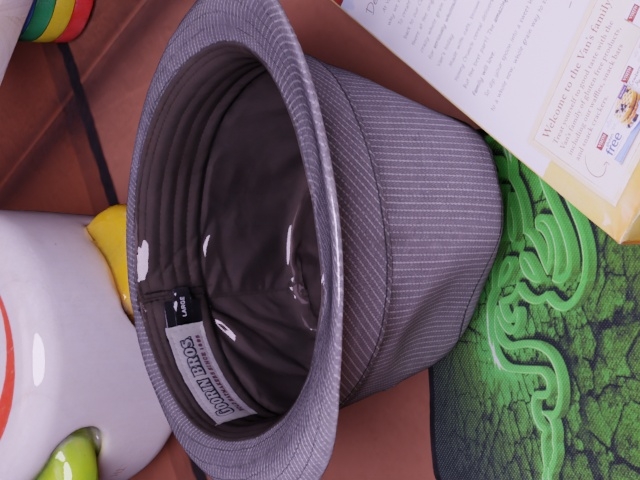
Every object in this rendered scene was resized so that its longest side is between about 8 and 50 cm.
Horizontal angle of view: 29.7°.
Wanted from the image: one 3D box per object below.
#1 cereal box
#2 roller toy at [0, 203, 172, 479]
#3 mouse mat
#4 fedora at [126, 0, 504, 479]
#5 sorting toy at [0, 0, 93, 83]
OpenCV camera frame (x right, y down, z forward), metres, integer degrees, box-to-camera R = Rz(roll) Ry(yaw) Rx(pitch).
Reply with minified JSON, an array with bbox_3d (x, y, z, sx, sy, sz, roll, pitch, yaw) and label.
[{"bbox_3d":[0.101,-0.135,0.524,0.240,0.047,0.173,48,125,37],"label":"cereal box"},{"bbox_3d":[-0.187,0.074,0.805,0.191,0.146,0.209,9,94,39],"label":"roller toy"},{"bbox_3d":[0.104,0.038,0.572,0.153,0.007,0.189,-3,90,49],"label":"mouse mat"},{"bbox_3d":[0.000,0.000,0.588,0.275,0.124,0.243,-45,55,57],"label":"fedora"},{"bbox_3d":[-0.222,-0.273,0.857,0.257,0.089,0.255,57,132,28],"label":"sorting toy"}]
